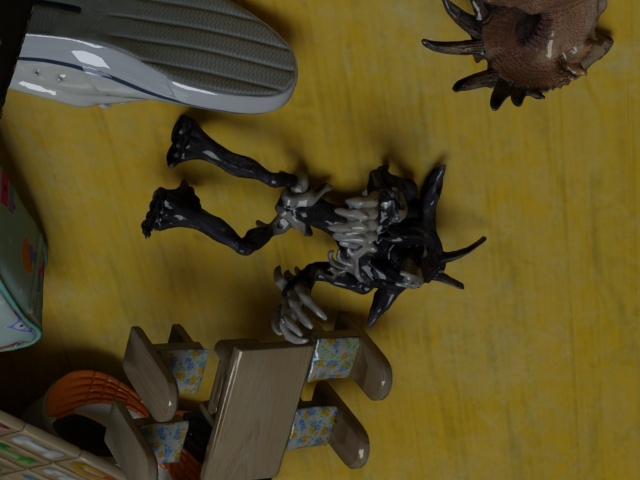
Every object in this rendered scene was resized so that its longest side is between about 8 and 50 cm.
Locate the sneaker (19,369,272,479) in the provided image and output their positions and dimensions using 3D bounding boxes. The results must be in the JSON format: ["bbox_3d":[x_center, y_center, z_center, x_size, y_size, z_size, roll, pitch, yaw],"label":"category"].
[{"bbox_3d":[-0.167,0.204,1.592,0.262,0.099,0.121,32,148,-25],"label":"sneaker"}]

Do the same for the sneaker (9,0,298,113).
[{"bbox_3d":[-0.146,-0.142,1.263,0.258,0.094,0.091,15,151,-3],"label":"sneaker"}]

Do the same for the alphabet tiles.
[{"bbox_3d":[-0.330,0.189,1.548,0.342,0.011,0.285,30,153,-25],"label":"alphabet tiles"}]

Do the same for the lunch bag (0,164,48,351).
[{"bbox_3d":[-0.358,-0.004,1.353,0.224,0.108,0.279,-5,148,11],"label":"lunch bag"}]

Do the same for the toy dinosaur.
[{"bbox_3d":[0.118,-0.199,1.153,0.296,0.127,0.200,38,133,-20],"label":"toy dinosaur"}]

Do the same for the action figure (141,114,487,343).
[{"bbox_3d":[0.000,0.000,1.337,0.276,0.141,0.164,18,121,-9],"label":"action figure"}]

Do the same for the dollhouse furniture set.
[{"bbox_3d":[-0.057,0.201,1.425,0.212,0.161,0.242,-2,122,-31],"label":"dollhouse furniture set"}]

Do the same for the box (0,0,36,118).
[{"bbox_3d":[-0.368,-0.149,1.111,0.343,0.312,0.179,-23,127,24],"label":"box"}]
